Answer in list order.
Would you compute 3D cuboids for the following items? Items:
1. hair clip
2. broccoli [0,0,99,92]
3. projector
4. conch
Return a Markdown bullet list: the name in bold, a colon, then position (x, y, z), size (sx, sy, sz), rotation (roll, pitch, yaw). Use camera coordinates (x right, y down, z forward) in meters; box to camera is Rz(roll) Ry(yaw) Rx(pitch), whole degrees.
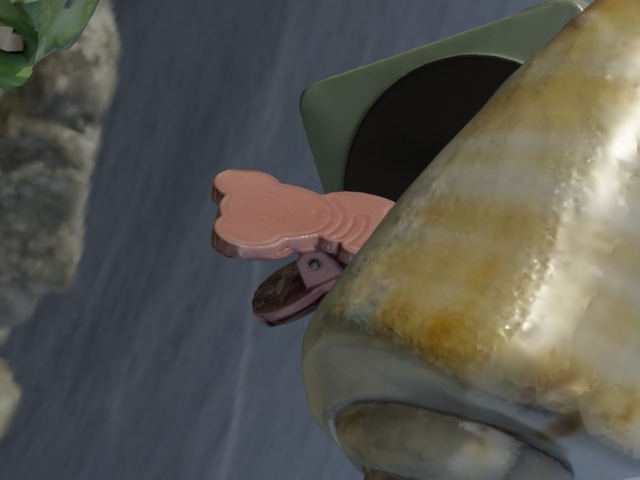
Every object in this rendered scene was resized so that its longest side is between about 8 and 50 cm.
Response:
- **hair clip**: position (-0.004, -0.009, 1.073), size (0.102, 0.138, 0.123), rotation (60, 18, -25)
- **broccoli**: position (-0.234, -0.183, 0.791), size (0.308, 0.275, 0.308), rotation (-53, 170, -13)
- **projector**: position (0.136, -0.039, 1.235), size (0.079, 0.257, 0.259), rotation (-18, 92, -64)
- **conch**: position (0.092, 0.014, 0.575), size (0.255, 0.158, 0.127), rotation (-64, -170, 2)
